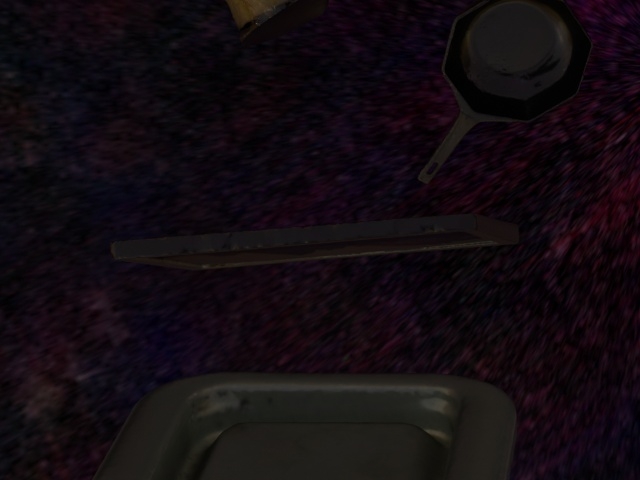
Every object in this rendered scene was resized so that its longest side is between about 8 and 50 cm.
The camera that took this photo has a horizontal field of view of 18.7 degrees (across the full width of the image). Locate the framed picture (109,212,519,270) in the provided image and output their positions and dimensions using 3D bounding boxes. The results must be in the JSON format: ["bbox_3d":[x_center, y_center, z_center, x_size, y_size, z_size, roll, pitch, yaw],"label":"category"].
[{"bbox_3d":[0.000,0.001,1.422,0.265,0.192,0.018,-4,86,15],"label":"framed picture"}]

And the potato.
[{"bbox_3d":[-0.044,-0.192,1.296,0.066,0.096,0.103,-24,84,-5],"label":"potato"}]

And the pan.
[{"bbox_3d":[0.144,-0.155,1.754,0.202,0.048,0.128,-30,116,16],"label":"pan"}]

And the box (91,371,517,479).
[{"bbox_3d":[-0.012,0.193,0.784,0.175,0.312,0.182,-1,108,10],"label":"box"}]
